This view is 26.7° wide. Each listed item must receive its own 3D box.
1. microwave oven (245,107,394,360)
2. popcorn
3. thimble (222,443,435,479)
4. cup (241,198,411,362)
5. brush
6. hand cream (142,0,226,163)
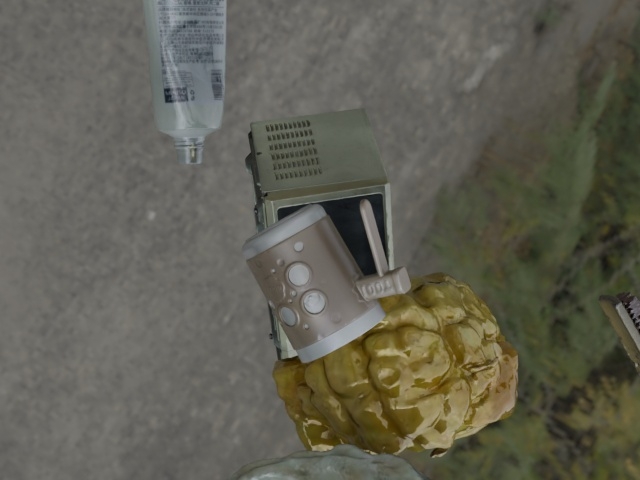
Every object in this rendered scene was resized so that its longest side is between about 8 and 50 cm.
[{"bbox_3d":[0.000,0.000,1.476,0.194,0.145,0.240,-108,-169,-54],"label":"microwave oven"},{"bbox_3d":[0.072,0.124,1.286,0.250,0.250,0.190,28,60,-71],"label":"popcorn"},{"bbox_3d":[0.017,0.311,1.044,0.291,0.291,0.195,-48,131,-34],"label":"thimble"},{"bbox_3d":[0.001,0.025,0.974,0.074,0.099,0.102,-32,-177,-36],"label":"cup"},{"bbox_3d":[0.389,0.156,1.541,0.036,0.043,0.248,-36,112,-9],"label":"brush"},{"bbox_3d":[-0.162,-0.260,1.603,0.124,0.078,0.340,-4,97,-23],"label":"hand cream"}]
